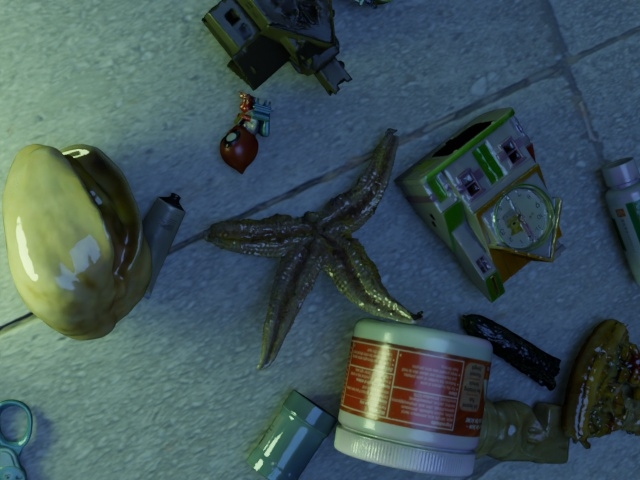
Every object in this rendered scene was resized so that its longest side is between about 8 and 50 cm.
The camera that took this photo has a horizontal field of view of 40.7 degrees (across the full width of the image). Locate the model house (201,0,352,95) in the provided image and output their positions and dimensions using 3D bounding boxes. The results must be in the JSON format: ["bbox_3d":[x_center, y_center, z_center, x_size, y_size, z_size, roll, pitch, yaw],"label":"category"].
[{"bbox_3d":[-0.057,-0.339,1.472,0.204,0.211,0.243,-43,103,-9],"label":"model house"}]

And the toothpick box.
[{"bbox_3d":[-0.051,0.360,1.557,0.101,0.101,0.153,37,83,-15],"label":"toothpick box"}]

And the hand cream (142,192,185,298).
[{"bbox_3d":[-0.293,0.002,1.499,0.087,0.054,0.186,29,91,-8],"label":"hand cream"}]

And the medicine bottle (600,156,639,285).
[{"bbox_3d":[0.647,-0.039,1.755,0.095,0.095,0.259,-26,101,-14],"label":"medicine bottle"}]

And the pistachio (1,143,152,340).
[{"bbox_3d":[-0.393,0.001,1.381,0.238,0.229,0.320,-13,89,27],"label":"pistachio"}]

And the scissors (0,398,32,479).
[{"bbox_3d":[-0.525,0.400,1.452,0.125,0.030,0.255,-15,94,-14],"label":"scissors"}]

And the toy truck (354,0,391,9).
[{"bbox_3d":[0.063,-0.485,1.572,0.169,0.077,0.100,20,95,-17],"label":"toy truck"}]

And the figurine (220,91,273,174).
[{"bbox_3d":[-0.132,-0.189,1.532,0.075,0.068,0.140,18,93,-20],"label":"figurine"}]

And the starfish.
[{"bbox_3d":[-0.003,0.006,1.508,0.398,0.132,0.383,-9,58,-13],"label":"starfish"}]

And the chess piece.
[{"bbox_3d":[0.373,0.375,1.687,0.301,0.137,0.137,14,88,-29],"label":"chess piece"}]

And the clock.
[{"bbox_3d":[0.332,-0.058,1.622,0.235,0.166,0.309,-38,103,-12],"label":"clock"}]

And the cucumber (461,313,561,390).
[{"bbox_3d":[0.379,0.214,1.699,0.245,0.067,0.067,32,83,-17],"label":"cucumber"}]

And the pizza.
[{"bbox_3d":[0.594,0.335,1.746,0.251,0.074,0.287,-42,104,-21],"label":"pizza"}]

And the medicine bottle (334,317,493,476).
[{"bbox_3d":[0.165,0.273,1.531,0.253,0.252,0.240,13,84,-17],"label":"medicine bottle"}]
